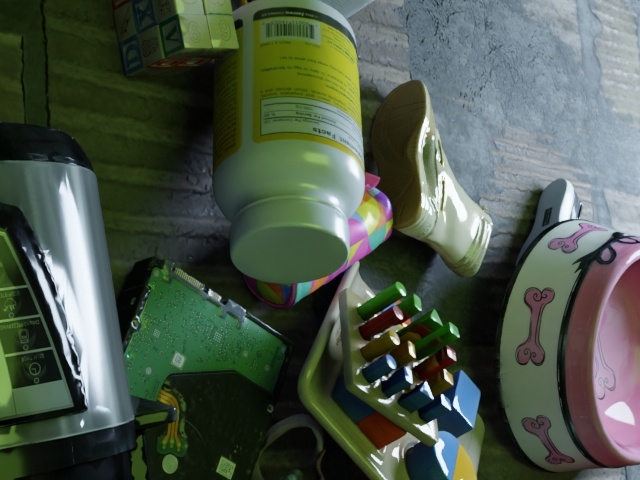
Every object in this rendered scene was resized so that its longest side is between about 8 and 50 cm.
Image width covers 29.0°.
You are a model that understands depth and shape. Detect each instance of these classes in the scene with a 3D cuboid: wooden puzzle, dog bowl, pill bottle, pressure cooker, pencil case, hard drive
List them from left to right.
[{"bbox_3d":[-0.352,0.126,1.122,0.375,0.370,0.420,2,78,-67],"label":"pressure cooker"},{"bbox_3d":[-0.177,0.218,1.464,0.237,0.064,0.338,36,58,-31],"label":"hard drive"},{"bbox_3d":[-0.041,-0.123,1.542,0.188,0.188,0.333,24,51,-36],"label":"pill bottle"},{"bbox_3d":[0.000,0.000,1.657,0.236,0.104,0.104,-37,105,-42],"label":"pencil case"},{"bbox_3d":[0.122,0.217,1.629,0.347,0.081,0.322,53,25,-14],"label":"wooden puzzle"},{"bbox_3d":[0.449,0.171,1.931,0.408,0.150,0.407,-4,95,-46],"label":"dog bowl"}]

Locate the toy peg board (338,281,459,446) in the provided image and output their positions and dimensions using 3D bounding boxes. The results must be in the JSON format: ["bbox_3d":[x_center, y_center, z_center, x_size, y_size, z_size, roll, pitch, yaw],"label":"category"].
[{"bbox_3d":[0.107,0.140,1.526,0.161,0.079,0.160,37,31,-31],"label":"toy peg board"}]

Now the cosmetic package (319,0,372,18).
[{"bbox_3d":[0.034,-0.441,1.681,0.138,0.225,0.224,27,51,-36],"label":"cosmetic package"}]

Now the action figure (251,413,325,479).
[{"bbox_3d":[0.030,0.439,1.553,0.370,0.248,0.275,34,32,-31],"label":"action figure"}]

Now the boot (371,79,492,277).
[{"bbox_3d":[0.171,-0.091,1.840,0.203,0.095,0.261,36,42,-42],"label":"boot"}]

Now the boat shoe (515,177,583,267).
[{"bbox_3d":[0.383,0.003,2.027,0.076,0.080,0.228,42,47,-25],"label":"boat shoe"}]

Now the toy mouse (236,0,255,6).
[{"bbox_3d":[-0.060,-0.315,1.721,0.143,0.031,0.161,15,67,-39],"label":"toy mouse"}]

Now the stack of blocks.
[{"bbox_3d":[-0.186,-0.367,1.526,0.087,0.171,0.297,-7,85,-43],"label":"stack of blocks"}]
